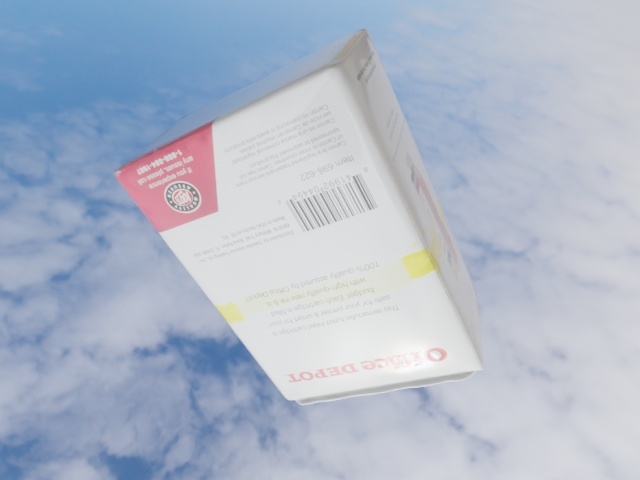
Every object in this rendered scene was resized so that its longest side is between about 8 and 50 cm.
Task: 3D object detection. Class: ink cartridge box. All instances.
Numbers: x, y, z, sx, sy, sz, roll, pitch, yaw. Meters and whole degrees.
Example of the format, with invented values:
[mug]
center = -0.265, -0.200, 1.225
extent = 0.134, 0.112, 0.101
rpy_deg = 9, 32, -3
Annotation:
[ink cartridge box]
center = 0.000, 0.000, 0.583
extent = 0.279, 0.384, 0.160
rpy_deg = -17, -152, 25
